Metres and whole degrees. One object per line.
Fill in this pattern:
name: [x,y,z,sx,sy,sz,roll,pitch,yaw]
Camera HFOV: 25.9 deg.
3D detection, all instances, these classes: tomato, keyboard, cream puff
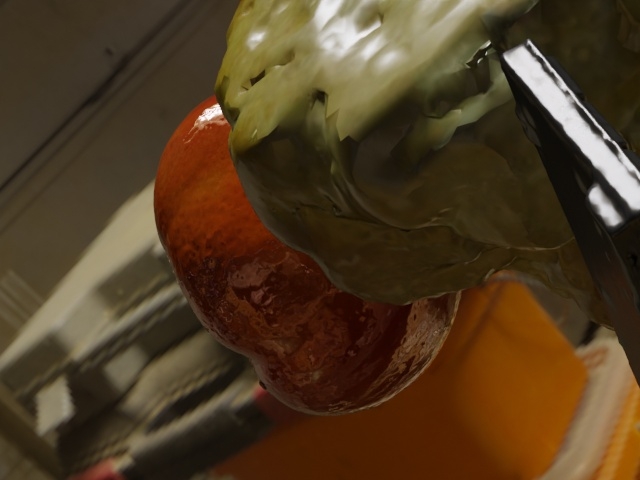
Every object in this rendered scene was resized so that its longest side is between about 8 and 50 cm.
tomato: [0.002,0.003,0.991,0.180,0.260,0.260,-39,13,16]
keyboard: [0.125,0.082,0.420,0.018,0.310,0.101,-27,34,4]
cream puff: [0.129,-0.088,0.652,0.324,0.257,0.291,-44,29,14]
